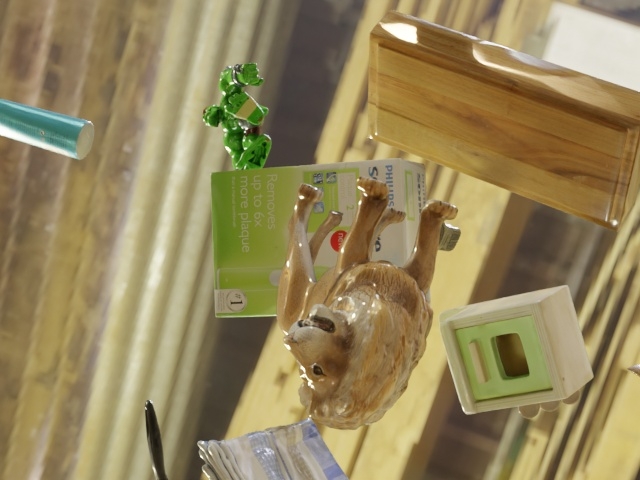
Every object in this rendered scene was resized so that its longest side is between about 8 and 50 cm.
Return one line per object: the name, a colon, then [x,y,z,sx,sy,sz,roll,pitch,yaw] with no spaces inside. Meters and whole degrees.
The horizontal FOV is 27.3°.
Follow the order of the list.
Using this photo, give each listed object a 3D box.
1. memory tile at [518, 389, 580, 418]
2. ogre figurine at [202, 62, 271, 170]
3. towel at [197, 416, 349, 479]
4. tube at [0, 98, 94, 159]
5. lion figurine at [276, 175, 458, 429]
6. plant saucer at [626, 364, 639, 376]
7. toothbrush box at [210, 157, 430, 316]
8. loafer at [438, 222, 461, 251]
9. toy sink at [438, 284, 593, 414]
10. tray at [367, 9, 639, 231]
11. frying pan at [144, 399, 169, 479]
memory tile: [0.375,0.225,2.273,0.012,0.113,0.148,-28,-83,-86]
ogre figurine: [-0.119,-0.180,1.995,0.118,0.097,0.197,46,162,59]
towel: [-0.015,0.289,1.419,0.034,0.209,0.285,-37,-14,15]
tube: [-0.407,-0.158,1.762,0.080,0.207,0.052,92,-163,-53]
lion figurine: [0.024,0.064,1.374,0.392,0.142,0.240,171,118,-81]
plant saucer: [0.469,0.194,1.848,0.015,0.083,0.083,-61,-9,0]
toothbrush box: [0.000,0.000,1.831,0.122,0.283,0.206,3,-95,-70]
loafer: [0.172,-0.013,2.077,0.148,0.050,0.056,22,-88,-62]
toy sink: [0.274,0.174,2.033,0.131,0.234,0.152,-20,-84,-56]
tray: [0.262,-0.173,1.903,0.076,0.411,0.203,-52,-26,-37]
frying pan: [-0.205,0.393,1.799,0.197,0.053,0.326,131,131,-64]
